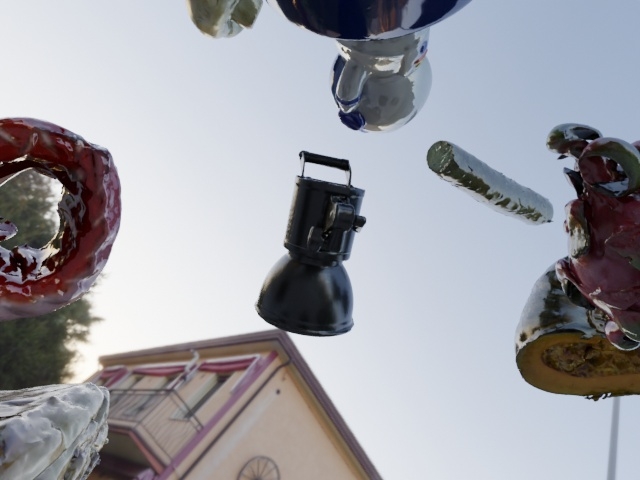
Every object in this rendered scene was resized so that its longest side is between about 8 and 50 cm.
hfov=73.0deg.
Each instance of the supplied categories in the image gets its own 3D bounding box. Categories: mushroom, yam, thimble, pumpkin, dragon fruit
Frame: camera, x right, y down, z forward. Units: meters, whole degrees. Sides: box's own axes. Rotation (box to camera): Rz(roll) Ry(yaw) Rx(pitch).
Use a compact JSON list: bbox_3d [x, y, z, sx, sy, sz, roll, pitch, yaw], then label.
[{"bbox_3d":[-0.146,-0.382,0.674,0.112,0.148,0.148,27,-42,-14],"label":"mushroom"},{"bbox_3d":[0.349,-0.105,0.870,0.371,0.083,0.083,18,-31,-33],"label":"yam"},{"bbox_3d":[-0.296,-0.025,0.425,0.125,0.163,0.190,16,-92,50],"label":"thimble"},{"bbox_3d":[0.504,0.135,0.733,0.324,0.232,0.242,-9,-57,28],"label":"pumpkin"},{"bbox_3d":[0.377,-0.007,0.489,0.198,0.218,0.273,-8,-68,20],"label":"dragon fruit"}]

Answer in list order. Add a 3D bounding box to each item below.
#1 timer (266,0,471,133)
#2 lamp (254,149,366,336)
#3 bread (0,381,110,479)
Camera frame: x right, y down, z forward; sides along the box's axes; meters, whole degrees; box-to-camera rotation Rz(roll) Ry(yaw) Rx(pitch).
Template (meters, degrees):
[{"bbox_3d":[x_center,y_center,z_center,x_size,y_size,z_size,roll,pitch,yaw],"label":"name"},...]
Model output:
[{"bbox_3d":[0.060,-0.261,0.481,0.270,0.270,0.383,29,-16,18],"label":"timer"},{"bbox_3d":[0.000,0.000,0.593,0.147,0.172,0.228,9,-78,-12],"label":"lamp"},{"bbox_3d":[-0.371,0.245,0.412,0.324,0.277,0.167,149,-63,-71],"label":"bread"}]
